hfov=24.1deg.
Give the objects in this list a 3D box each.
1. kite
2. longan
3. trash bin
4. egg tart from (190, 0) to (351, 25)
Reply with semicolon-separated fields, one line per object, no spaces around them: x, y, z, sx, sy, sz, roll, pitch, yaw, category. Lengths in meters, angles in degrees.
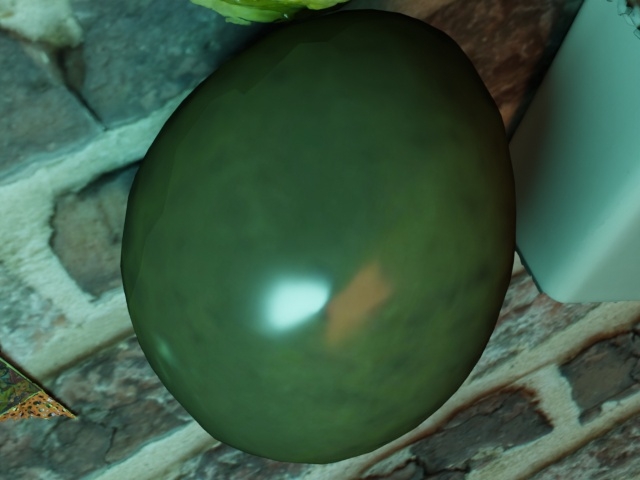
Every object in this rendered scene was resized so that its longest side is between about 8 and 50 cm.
-0.335;0.152;1.492;0.222;0.008;0.125;-4;139;-29;kite
0.000;0.000;1.298;0.404;0.336;0.404;-61;168;-23;longan
0.323;-0.116;1.472;0.296;0.256;0.368;-2;140;-33;trash bin
-0.005;-0.288;1.158;0.341;0.132;0.341;-18;140;-16;egg tart
